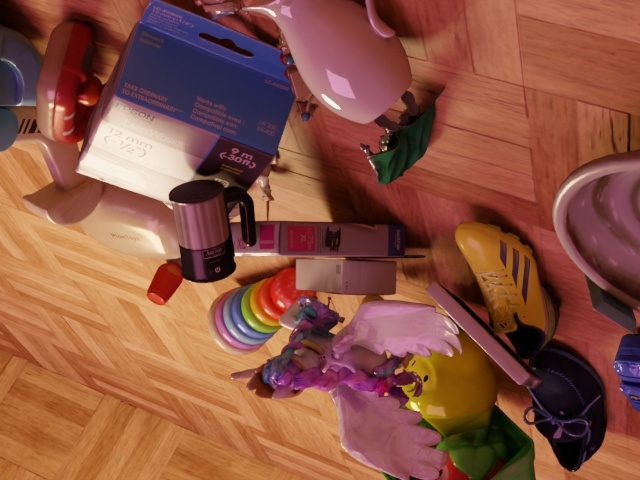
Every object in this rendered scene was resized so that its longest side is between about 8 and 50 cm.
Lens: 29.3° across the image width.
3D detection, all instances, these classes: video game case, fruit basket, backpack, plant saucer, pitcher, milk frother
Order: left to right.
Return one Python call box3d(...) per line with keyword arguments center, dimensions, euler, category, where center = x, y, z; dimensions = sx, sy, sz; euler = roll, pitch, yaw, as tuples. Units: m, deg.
box3d(center=(-0.179, -0.029, 1.843), dimensions=(0.143, 0.129, 0.135), euler=(20, 126, 42), category="milk frother")
box3d(center=(0.032, -0.255, 1.490), dimensions=(0.207, 0.125, 0.177), euler=(47, 138, -13), category="pitcher")
box3d(center=(0.219, 0.333, 2.233), dimensions=(0.392, 0.283, 0.392), euler=(55, 172, 11), category="fruit basket")
box3d(center=(0.267, 0.156, 1.961), dimensions=(0.204, 0.025, 0.285), euler=(46, -176, 16), category="video game case")
box3d(center=(0.402, 0.070, 1.703), dimensions=(0.067, 0.018, 0.192), euler=(31, -161, -4), category="plant saucer")
box3d(center=(0.514, 0.207, 1.904), dimensions=(0.098, 0.101, 0.120), euler=(-1, 140, 39), category="backpack")
box3d(center=(0.486, -0.007, 1.488), dimensions=(0.400, 0.100, 0.400), euler=(24, 157, 11), category="plant saucer")

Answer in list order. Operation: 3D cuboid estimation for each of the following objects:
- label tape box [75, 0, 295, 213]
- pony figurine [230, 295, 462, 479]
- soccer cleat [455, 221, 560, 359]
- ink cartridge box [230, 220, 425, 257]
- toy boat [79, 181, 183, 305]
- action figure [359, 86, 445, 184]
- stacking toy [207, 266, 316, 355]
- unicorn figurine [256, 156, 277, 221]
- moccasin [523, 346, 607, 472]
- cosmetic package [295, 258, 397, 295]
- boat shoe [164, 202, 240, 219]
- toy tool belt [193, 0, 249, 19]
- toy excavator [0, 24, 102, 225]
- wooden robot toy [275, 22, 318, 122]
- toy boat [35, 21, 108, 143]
box3d(center=(-0.191, -0.178, 1.783), dimensions=(0.249, 0.115, 0.347), euler=(20, 151, -16), category="label tape box")
box3d(center=(0.062, 0.203, 2.018), dimensions=(0.351, 0.303, 0.363), euler=(9, -164, 12), category="pony figurine")
box3d(center=(0.284, 0.078, 1.869), dimensions=(0.093, 0.121, 0.289), euler=(6, 149, 41), category="soccer cleat")
box3d(center=(0.000, 0.000, 1.982), dimensions=(0.311, 0.065, 0.185), euler=(4, 177, -39), category="ink cartridge box")
box3d(center=(-0.332, -0.019, 2.388), dimensions=(0.267, 0.148, 0.318), euler=(11, 144, 25), category="toy boat")
box3d(center=(0.104, -0.130, 1.681), dimensions=(0.063, 0.137, 0.232), euler=(49, 169, 13), category="action figure")
box3d(center=(-0.108, 0.127, 2.439), dimensions=(0.141, 0.141, 0.330), euler=(34, 151, -12), category="stacking toy")
box3d(center=(-0.115, -0.123, 2.008), dimensions=(0.162, 0.060, 0.111), euler=(44, 158, 5), category="unicorn figurine")
box3d(center=(0.445, 0.313, 2.178), dimensions=(0.137, 0.117, 0.342), euler=(11, 151, 37), category="moccasin")
box3d(center=(0.040, 0.061, 2.085), dimensions=(0.099, 0.060, 0.239), euler=(0, 180, -19), category="cosmetic package")
box3d(center=(-0.228, -0.118, 2.057), dimensions=(0.103, 0.113, 0.302), euler=(-36, 139, 28), category="boat shoe")
box3d(center=(-0.131, -0.313, 1.626), dimensions=(0.083, 0.052, 0.051), euler=(-3, 133, 52), category="toy tool belt")
box3d(center=(-0.546, -0.223, 2.070), dimensions=(0.222, 0.433, 0.445), euler=(25, -158, 39), category="toy excavator")
box3d(center=(-0.010, -0.238, 1.644), dimensions=(0.076, 0.079, 0.173), euler=(-114, 6, -50), category="wooden robot toy")
box3d(center=(-0.368, -0.240, 1.954), dimensions=(0.151, 0.151, 0.231), euler=(14, 159, -8), category="toy boat")
